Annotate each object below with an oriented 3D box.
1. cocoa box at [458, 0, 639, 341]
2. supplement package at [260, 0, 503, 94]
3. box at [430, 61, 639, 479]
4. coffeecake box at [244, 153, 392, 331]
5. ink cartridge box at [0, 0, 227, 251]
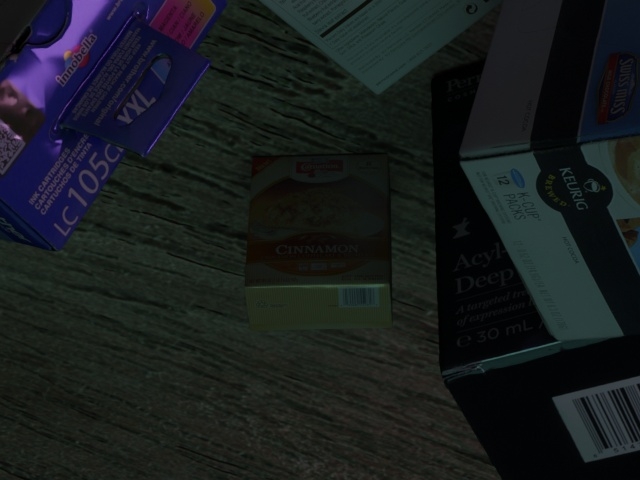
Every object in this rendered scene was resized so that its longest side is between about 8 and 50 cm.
[{"bbox_3d":[0.284,-0.126,1.465,0.228,0.347,0.231,-6,135,28],"label":"cocoa box"},{"bbox_3d":[0.007,-0.300,1.540,0.175,0.177,0.293,-35,124,30],"label":"supplement package"},{"bbox_3d":[0.276,0.004,1.684,0.293,0.395,0.212,-17,132,17],"label":"box"},{"bbox_3d":[0.000,0.000,1.837,0.142,0.185,0.068,-2,135,3],"label":"coffeecake box"},{"bbox_3d":[-0.265,-0.151,1.510,0.395,0.270,0.151,11,152,47],"label":"ink cartridge box"}]
